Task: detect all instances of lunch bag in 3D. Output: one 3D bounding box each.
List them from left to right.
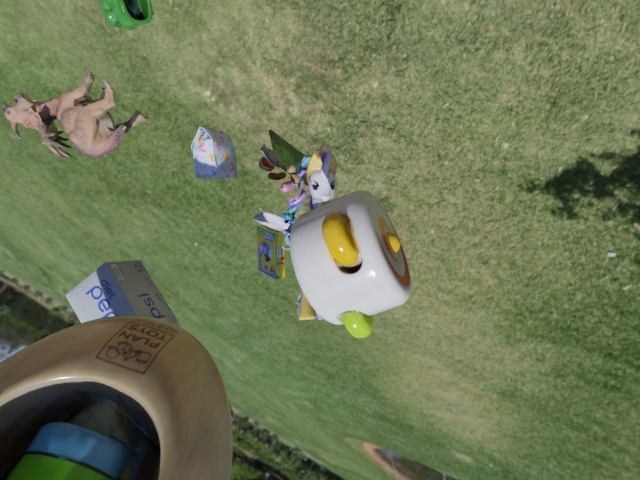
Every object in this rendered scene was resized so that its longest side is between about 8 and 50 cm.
[{"bbox_3d":[-0.181,-0.147,0.755,0.053,0.083,0.071,-2,-173,20],"label":"lunch bag"}]

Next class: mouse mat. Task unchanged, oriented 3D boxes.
[{"bbox_3d":[-0.072,-0.224,1.271,0.007,0.152,0.190,-35,141,25],"label":"mouse mat"}]

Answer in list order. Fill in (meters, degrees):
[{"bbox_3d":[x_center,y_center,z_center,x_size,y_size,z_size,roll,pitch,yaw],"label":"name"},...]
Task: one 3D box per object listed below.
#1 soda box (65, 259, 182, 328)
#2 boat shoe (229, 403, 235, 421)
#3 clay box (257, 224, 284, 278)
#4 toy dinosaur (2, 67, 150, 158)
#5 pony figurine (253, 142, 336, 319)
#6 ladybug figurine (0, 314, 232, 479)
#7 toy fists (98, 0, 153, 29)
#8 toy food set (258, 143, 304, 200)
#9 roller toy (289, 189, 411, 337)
[{"bbox_3d":[-0.280,0.174,0.717,0.286,0.098,0.091,56,-169,8],"label":"soda box"},{"bbox_3d":[-0.304,0.382,1.141,0.109,0.094,0.302,-126,18,-50],"label":"boat shoe"},{"bbox_3d":[-0.197,0.027,1.753,0.127,0.053,0.222,22,119,46],"label":"clay box"},{"bbox_3d":[-0.498,-0.238,0.934,0.296,0.200,0.127,34,173,23],"label":"toy dinosaur"},{"bbox_3d":[0.000,0.000,1.039,0.303,0.363,0.351,-2,167,-10],"label":"pony figurine"},{"bbox_3d":[-0.244,0.268,0.408,0.305,0.449,0.162,16,135,7],"label":"ladybug figurine"},{"bbox_3d":[-0.471,-0.611,0.973,0.142,0.096,0.279,28,141,38],"label":"toy fists"},{"bbox_3d":[-0.079,-0.139,0.910,0.122,0.078,0.019,36,140,-29],"label":"toy food set"},{"bbox_3d":[0.055,0.023,0.698,0.146,0.191,0.209,-23,117,20],"label":"roller toy"}]
